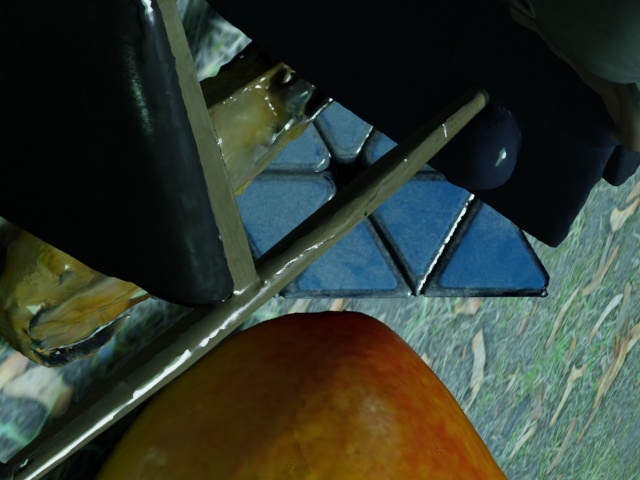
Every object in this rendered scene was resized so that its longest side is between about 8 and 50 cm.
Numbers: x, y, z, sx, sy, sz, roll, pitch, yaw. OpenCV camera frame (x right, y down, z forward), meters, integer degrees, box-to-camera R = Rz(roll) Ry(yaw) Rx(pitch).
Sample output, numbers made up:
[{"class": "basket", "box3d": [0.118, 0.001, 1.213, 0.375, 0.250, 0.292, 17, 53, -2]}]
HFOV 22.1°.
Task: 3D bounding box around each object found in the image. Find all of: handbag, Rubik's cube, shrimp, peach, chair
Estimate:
[{"class": "handbag", "box3d": [0.069, -0.153, 0.598, 0.118, 0.269, 0.326, -40, 158, -30]}, {"class": "Rubik's cube", "box3d": [0.000, 0.000, 0.848, 0.178, 0.190, 0.211, -30, 139, -23]}, {"class": "shrimp", "box3d": [-0.053, -0.042, 0.779, 0.262, 0.066, 0.117, -38, 167, -20]}, {"class": "peach", "box3d": [-0.007, 0.205, 0.867, 0.289, 0.289, 0.308, -8, 128, -61]}, {"class": "chair", "box3d": [-0.091, -0.051, 0.530, 0.272, 0.188, 0.166, -46, 143, -28]}]
